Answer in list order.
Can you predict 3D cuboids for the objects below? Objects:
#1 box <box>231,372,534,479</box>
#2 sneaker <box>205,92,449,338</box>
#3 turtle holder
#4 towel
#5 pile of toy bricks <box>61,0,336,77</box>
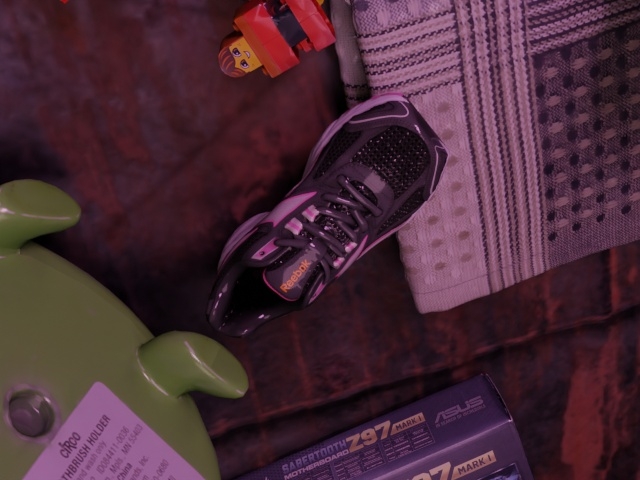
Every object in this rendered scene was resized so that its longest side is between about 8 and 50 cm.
[{"bbox_3d":[0.054,0.223,0.682,0.233,0.059,0.183,-24,124,1],"label":"box"},{"bbox_3d":[0.000,0.000,0.487,0.072,0.077,0.178,37,124,-10],"label":"sneaker"},{"bbox_3d":[-0.215,0.113,0.439,0.320,0.243,0.227,28,127,-37],"label":"turtle holder"},{"bbox_3d":[0.160,-0.132,0.511,0.312,0.056,0.324,-19,121,-7],"label":"towel"},{"bbox_3d":[-0.086,-0.149,0.388,0.105,0.118,0.212,-28,119,15],"label":"pile of toy bricks"}]
